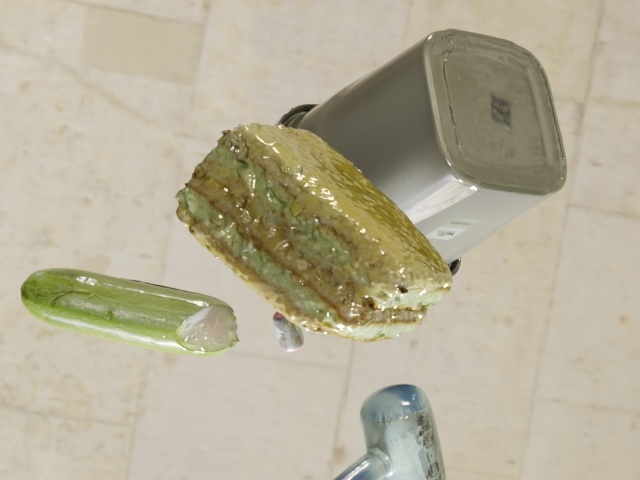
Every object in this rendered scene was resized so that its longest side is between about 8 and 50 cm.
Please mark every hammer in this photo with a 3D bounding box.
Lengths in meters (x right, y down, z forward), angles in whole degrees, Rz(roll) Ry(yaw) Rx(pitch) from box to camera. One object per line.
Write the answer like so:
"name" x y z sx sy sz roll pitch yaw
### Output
"hammer" 0.035 0.213 1.107 0.069 0.194 0.116 7 -62 42
"hammer" -0.016 0.095 1.491 0.031 0.083 0.053 11 -60 62

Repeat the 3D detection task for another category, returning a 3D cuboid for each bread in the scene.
"bread" 0.000 0.000 0.966 0.102 0.196 0.138 -56 159 17

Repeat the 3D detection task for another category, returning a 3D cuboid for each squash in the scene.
"squash" -0.201 0.076 1.337 0.069 0.238 0.069 11 90 -89

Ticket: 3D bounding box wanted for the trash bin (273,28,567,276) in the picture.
"trash bin" 0.104 -0.084 1.307 0.250 0.219 0.219 -33 -119 50
